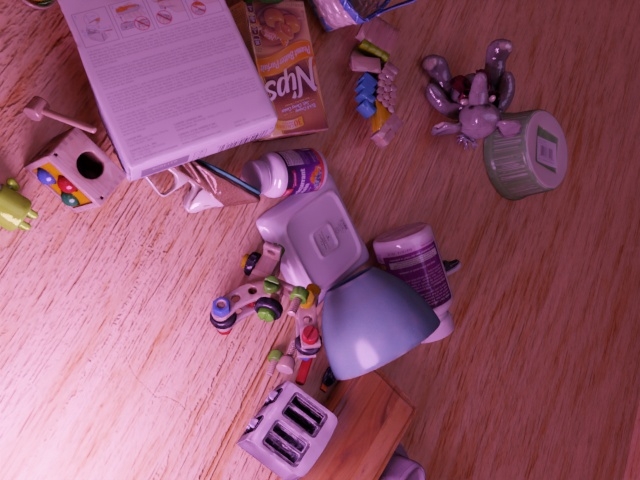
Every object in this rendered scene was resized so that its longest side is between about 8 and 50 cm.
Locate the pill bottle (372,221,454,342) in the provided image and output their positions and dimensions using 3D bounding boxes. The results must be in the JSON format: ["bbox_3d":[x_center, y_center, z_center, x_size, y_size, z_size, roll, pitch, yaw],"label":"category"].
[{"bbox_3d":[0.261,0.116,1.806,0.169,0.169,0.302,-28,104,-39],"label":"pill bottle"}]

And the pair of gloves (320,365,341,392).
[{"bbox_3d":[0.037,0.360,1.694,0.083,0.010,0.074,37,65,-29],"label":"pair of gloves"}]

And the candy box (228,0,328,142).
[{"bbox_3d":[-0.101,-0.404,1.593,0.183,0.087,0.316,-15,95,-39],"label":"candy box"}]

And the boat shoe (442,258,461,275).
[{"bbox_3d":[0.368,0.082,1.981,0.142,0.049,0.040,-26,103,-37],"label":"boat shoe"}]

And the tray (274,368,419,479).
[{"bbox_3d":[0.063,0.511,1.627,0.203,0.076,0.411,46,60,-15],"label":"tray"}]

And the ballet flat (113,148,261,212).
[{"bbox_3d":[-0.286,-0.136,1.407,0.342,0.116,0.124,33,87,-33],"label":"ballet flat"}]

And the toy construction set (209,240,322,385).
[{"bbox_3d":[-0.077,0.146,1.503,0.309,0.257,0.237,64,36,-43],"label":"toy construction set"}]

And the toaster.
[{"bbox_3d":[-0.068,0.433,1.489,0.185,0.110,0.168,37,60,1],"label":"toaster"}]

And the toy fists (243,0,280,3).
[{"bbox_3d":[-0.166,-0.653,1.514,0.142,0.096,0.279,-29,79,-31],"label":"toy fists"}]

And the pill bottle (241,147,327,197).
[{"bbox_3d":[-0.086,-0.157,1.571,0.193,0.108,0.108,-13,95,-40],"label":"pill bottle"}]

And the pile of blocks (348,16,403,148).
[{"bbox_3d":[0.130,-0.419,1.793,0.149,0.112,0.362,3,80,-22],"label":"pile of blocks"}]

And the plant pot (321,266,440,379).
[{"bbox_3d":[0.117,0.179,1.622,0.290,0.290,0.195,-29,90,-39],"label":"plant pot"}]

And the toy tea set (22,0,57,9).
[{"bbox_3d":[-0.508,-0.557,1.231,0.200,0.124,0.336,48,58,-27],"label":"toy tea set"}]

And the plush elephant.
[{"bbox_3d":[0.449,-0.401,1.940,0.255,0.271,0.330,-89,173,-70],"label":"plush elephant"}]

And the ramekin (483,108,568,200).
[{"bbox_3d":[0.696,-0.292,2.231,0.303,0.148,0.303,4,83,-41],"label":"ramekin"}]

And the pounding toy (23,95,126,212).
[{"bbox_3d":[-0.462,-0.152,1.196,0.206,0.181,0.094,48,58,-27],"label":"pounding toy"}]

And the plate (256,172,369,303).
[{"bbox_3d":[0.000,0.000,1.673,0.278,0.045,0.277,-39,111,-36],"label":"plate"}]

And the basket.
[{"bbox_3d":[0.088,-0.668,1.647,0.201,0.289,0.255,-50,118,-32],"label":"basket"}]

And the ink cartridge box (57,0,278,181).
[{"bbox_3d":[-0.300,-0.342,1.299,0.308,0.091,0.385,-23,84,-20],"label":"ink cartridge box"}]

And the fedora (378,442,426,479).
[{"bbox_3d":[0.189,0.650,1.724,0.244,0.124,0.275,53,56,-25],"label":"fedora"}]

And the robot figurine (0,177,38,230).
[{"bbox_3d":[-0.561,-0.061,1.178,0.115,0.067,0.101,36,72,-33],"label":"robot figurine"}]
